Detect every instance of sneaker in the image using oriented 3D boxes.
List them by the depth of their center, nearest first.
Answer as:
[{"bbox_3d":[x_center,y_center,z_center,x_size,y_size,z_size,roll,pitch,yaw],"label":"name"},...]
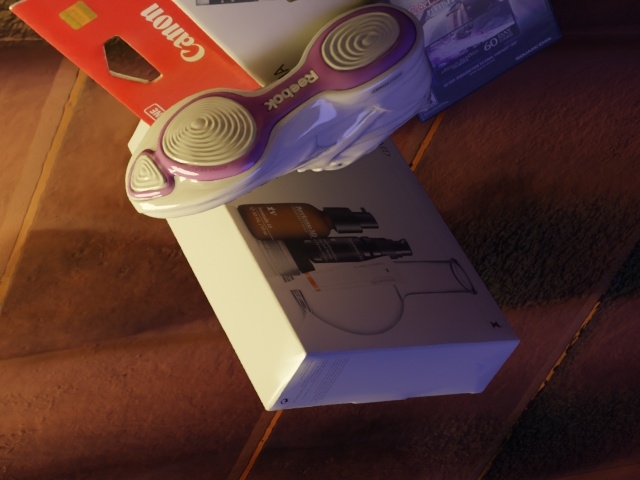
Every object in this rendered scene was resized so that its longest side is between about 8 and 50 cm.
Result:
[{"bbox_3d":[-0.028,-0.090,1.654,0.305,0.114,0.152,-27,148,1],"label":"sneaker"}]

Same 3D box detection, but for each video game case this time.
[{"bbox_3d":[0.157,-0.258,2.021,0.196,0.026,0.274,-31,147,1],"label":"video game case"}]

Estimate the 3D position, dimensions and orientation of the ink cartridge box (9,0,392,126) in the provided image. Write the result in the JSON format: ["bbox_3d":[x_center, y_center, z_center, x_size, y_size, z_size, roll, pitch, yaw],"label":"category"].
[{"bbox_3d":[-0.089,-0.193,1.633,0.261,0.066,0.296,-33,148,11],"label":"ink cartridge box"}]

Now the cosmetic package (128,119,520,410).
[{"bbox_3d":[0.000,0.000,1.915,0.284,0.377,0.097,0,136,-39],"label":"cosmetic package"}]

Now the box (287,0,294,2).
[{"bbox_3d":[-0.067,-0.379,1.422,0.322,0.232,0.058,41,153,-25],"label":"box"}]
